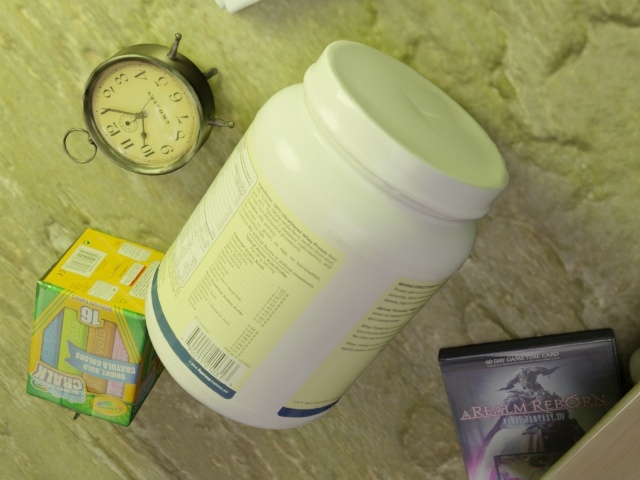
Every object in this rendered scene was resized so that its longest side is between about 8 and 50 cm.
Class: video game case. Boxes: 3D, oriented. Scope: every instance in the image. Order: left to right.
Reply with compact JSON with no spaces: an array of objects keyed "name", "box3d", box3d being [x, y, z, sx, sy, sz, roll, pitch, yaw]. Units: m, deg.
[{"name":"video game case","box3d":[0.264,0.235,0.996,0.196,0.026,0.274,-10,116,16]}]

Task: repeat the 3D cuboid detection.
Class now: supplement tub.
[{"name":"supplement tub","box3d":[0.000,0.000,0.802,0.235,0.235,0.325,34,119,-7]}]

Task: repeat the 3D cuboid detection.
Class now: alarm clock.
[{"name":"alarm clock","box3d":[-0.192,-0.130,0.872,0.192,0.064,0.129,-22,111,19]}]

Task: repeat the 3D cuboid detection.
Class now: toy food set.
[{"name":"toy food set","box3d":[0.353,0.229,0.923,0.219,0.092,0.306,27,116,-21]}]

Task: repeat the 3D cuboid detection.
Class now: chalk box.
[{"name":"chalk box","box3d":[-0.251,0.120,0.979,0.132,0.132,0.213,17,121,2]}]

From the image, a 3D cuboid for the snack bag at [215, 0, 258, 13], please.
[{"name":"snack bag","box3d":[-0.019,-0.407,0.704,0.323,0.037,0.343,-16,113,20]}]
